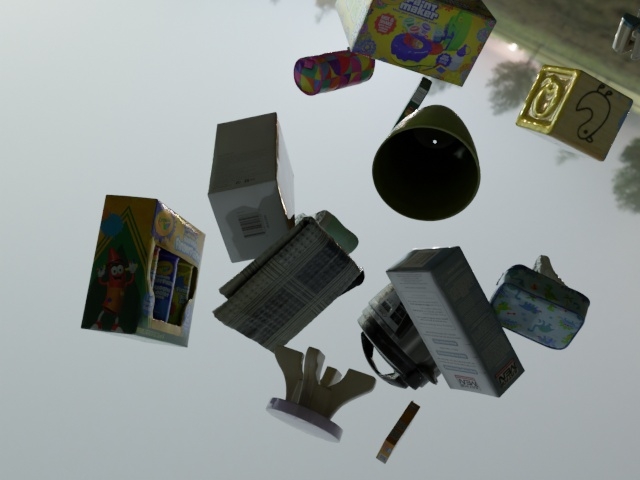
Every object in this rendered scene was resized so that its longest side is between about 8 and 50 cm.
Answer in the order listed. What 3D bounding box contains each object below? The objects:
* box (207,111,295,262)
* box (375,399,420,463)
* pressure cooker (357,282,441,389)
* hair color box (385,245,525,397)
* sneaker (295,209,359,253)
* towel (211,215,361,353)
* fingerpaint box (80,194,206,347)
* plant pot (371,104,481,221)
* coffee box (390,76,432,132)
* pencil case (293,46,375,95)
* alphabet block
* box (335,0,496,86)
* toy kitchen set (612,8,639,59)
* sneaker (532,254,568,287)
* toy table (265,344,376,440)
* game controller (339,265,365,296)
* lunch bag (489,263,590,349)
[{"bbox_3d":[-0.166,-0.141,1.942,0.168,0.215,0.345,-11,-143,5],"label":"box"},{"bbox_3d":[0.170,0.403,1.637,0.028,0.081,0.136,33,-132,16],"label":"box"},{"bbox_3d":[0.340,0.322,2.754,0.375,0.420,0.370,46,-175,7],"label":"pressure cooker"},{"bbox_3d":[0.334,0.200,1.909,0.185,0.113,0.375,-4,118,59],"label":"hair color box"},{"bbox_3d":[0.000,0.000,2.042,0.151,0.094,0.256,40,161,-20],"label":"sneaker"},{"bbox_3d":[-0.078,0.113,1.833,0.056,0.324,0.312,47,-178,35],"label":"towel"},{"bbox_3d":[-0.492,0.104,2.228,0.163,0.371,0.445,5,168,10],"label":"fingerpaint box"},{"bbox_3d":[0.298,-0.242,2.052,0.274,0.275,0.293,27,-144,-2],"label":"plant pot"},{"bbox_3d":[0.287,-0.421,2.432,0.040,0.184,0.113,30,-152,-1],"label":"coffee box"},{"bbox_3d":[0.038,-0.424,1.891,0.104,0.104,0.236,35,-141,23],"label":"pencil case"},{"bbox_3d":[0.690,-0.351,2.104,0.197,0.192,0.193,20,-172,-22],"label":"alphabet block"},{"bbox_3d":[0.213,-0.536,1.804,0.289,0.177,0.279,13,-145,-18],"label":"box"},{"bbox_3d":[0.700,-0.405,1.482,0.166,0.122,0.207,-26,-129,-31],"label":"toy kitchen set"},{"bbox_3d":[0.675,0.149,2.200,0.115,0.090,0.232,-3,-114,-7],"label":"sneaker"},{"bbox_3d":[-0.014,0.351,1.761,0.252,0.161,0.274,20,162,8],"label":"toy table"},{"bbox_3d":[0.006,0.180,2.499,0.067,0.319,0.166,59,-176,3],"label":"game controller"},{"bbox_3d":[0.520,0.165,1.859,0.219,0.176,0.090,24,-131,11],"label":"lunch bag"}]
